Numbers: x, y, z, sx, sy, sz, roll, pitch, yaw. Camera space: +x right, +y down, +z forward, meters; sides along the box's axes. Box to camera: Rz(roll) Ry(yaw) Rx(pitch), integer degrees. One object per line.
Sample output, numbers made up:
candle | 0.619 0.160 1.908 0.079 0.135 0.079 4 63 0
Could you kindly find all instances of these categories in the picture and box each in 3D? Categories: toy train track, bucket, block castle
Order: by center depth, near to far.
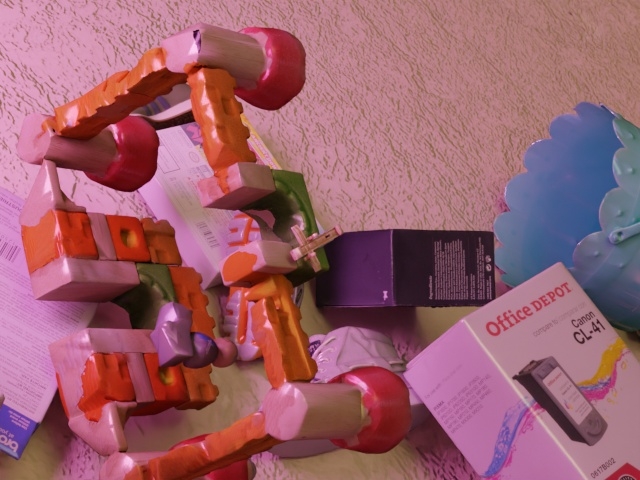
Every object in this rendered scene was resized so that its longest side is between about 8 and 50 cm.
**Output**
toy train track | 0.000 0.000 1.596 0.083 0.014 0.048 -30 91 -53
block castle | -0.107 0.034 1.708 0.213 0.303 0.453 6 62 -54
bucket | 0.373 -0.026 2.201 0.183 0.281 0.281 25 43 -21

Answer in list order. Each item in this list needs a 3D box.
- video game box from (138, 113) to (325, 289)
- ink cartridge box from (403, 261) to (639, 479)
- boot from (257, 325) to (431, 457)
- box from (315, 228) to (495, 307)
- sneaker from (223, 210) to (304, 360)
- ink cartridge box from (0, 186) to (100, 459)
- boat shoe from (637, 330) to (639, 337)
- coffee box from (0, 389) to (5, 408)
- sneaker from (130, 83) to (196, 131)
video game box | -0.117 -0.053 2.026 0.187 0.048 0.205 -18 66 -41
ink cartridge box | 0.276 0.205 1.926 0.226 0.131 0.306 -25 75 -47
boot | 0.006 0.164 1.902 0.258 0.095 0.123 1 47 -45
box | 0.100 0.035 2.007 0.158 0.156 0.093 0 87 -36
sneaker | -0.056 0.032 1.927 0.083 0.084 0.215 9 90 -45
ink cartridge box | -0.340 0.083 1.734 0.185 0.065 0.311 31 39 -10
boat shoe | 0.462 0.106 2.274 0.075 0.083 0.226 -6 58 -40
coffee box | -0.454 0.167 1.486 0.297 0.119 0.168 -32 76 -33
sneaker | -0.227 -0.160 2.036 0.192 0.064 0.086 -18 59 -44
